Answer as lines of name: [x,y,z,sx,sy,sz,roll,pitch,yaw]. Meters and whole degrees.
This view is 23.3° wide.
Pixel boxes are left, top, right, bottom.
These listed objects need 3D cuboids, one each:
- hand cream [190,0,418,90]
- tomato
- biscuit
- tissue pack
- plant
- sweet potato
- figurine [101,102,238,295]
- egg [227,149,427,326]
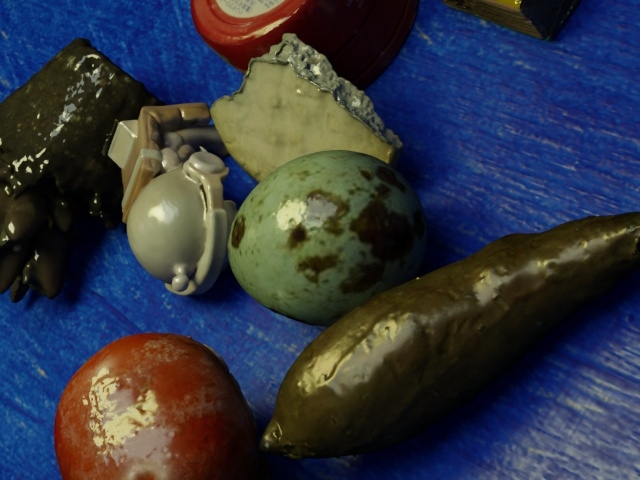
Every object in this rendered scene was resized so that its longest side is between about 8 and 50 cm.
hand cream: [-0.020,-0.271,1.702,0.230,0.149,0.230,-20,52,28]
tomato: [-0.152,0.204,1.470,0.189,0.232,0.232,-21,46,-6]
biscuit: [-0.022,-0.119,1.605,0.265,0.188,0.040,9,28,44]
tissue pack: [0.190,-0.284,1.569,0.169,0.082,0.120,31,86,47]
plant: [-0.328,-0.077,1.821,0.320,0.194,0.181,-53,39,-2]
sweet potato: [0.125,0.079,1.377,0.423,0.130,0.130,-30,48,16]
figurine: [-0.148,-0.038,1.697,0.162,0.141,0.236,-62,36,38]
egg: [0.000,0.000,1.500,0.231,0.169,0.169,-11,58,48]
